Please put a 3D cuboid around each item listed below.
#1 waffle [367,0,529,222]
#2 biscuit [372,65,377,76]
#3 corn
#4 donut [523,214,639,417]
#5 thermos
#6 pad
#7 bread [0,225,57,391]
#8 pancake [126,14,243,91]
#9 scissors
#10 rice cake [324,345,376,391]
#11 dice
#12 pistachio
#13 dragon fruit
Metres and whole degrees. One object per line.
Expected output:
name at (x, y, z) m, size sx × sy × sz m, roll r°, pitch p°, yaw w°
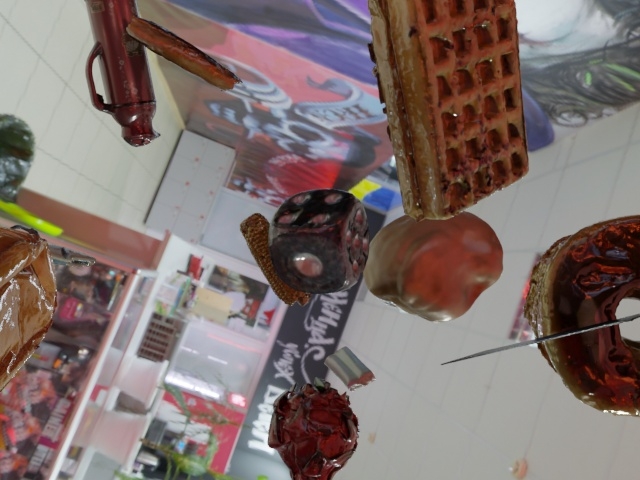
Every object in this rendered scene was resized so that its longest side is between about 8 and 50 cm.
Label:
waffle at (0.227, -0.245, 0.941) m, size 0.114 × 0.261 × 0.376 m, roll 14°, pitch -55°, yaw 51°
biscuit at (0.268, -0.478, 1.584) m, size 0.262 × 0.277 × 0.052 m, roll -5°, pitch 105°, yaw -55°
corn at (-0.107, 0.052, 1.380) m, size 0.097 × 0.262 × 0.097 m, roll -33°, pitch -172°, yaw 5°
donut at (0.485, 0.122, 0.874) m, size 0.160 × 0.330 × 0.330 m, roll 82°, pitch 28°, yaw -79°
thermos at (-0.442, -0.372, 1.254) m, size 0.136 × 0.109 × 0.330 m, roll -56°, pitch 142°, yaw -67°
pad at (0.295, 0.127, 0.732) m, size 0.243 × 0.163 × 0.004 m, roll -25°, pitch -107°, yaw 36°
bread at (-0.494, 0.095, 0.764) m, size 0.288 × 0.156 × 0.204 m, roll -85°, pitch -178°, yaw -57°
pancake at (-0.288, -0.398, 1.224) m, size 0.057 × 0.266 × 0.244 m, roll -57°, pitch -170°, yaw 9°
scissors at (-0.664, 0.038, 1.414) m, size 0.041 × 0.138 × 0.289 m, roll -28°, pitch 166°, yaw 10°
rice cake at (0.074, 0.344, 1.511) m, size 0.080 × 0.042 × 0.222 m, roll -27°, pitch -166°, yaw -11°
dice at (0.000, 0.000, 1.247) m, size 0.183 × 0.182 × 0.181 m, roll -61°, pitch 146°, yaw -48°
pistachio at (0.352, 0.075, 1.758) m, size 0.281 × 0.445 × 0.365 m, roll 93°, pitch -20°, yaw -73°
dragon fruit at (-0.025, 0.481, 1.343) m, size 0.234 × 0.233 × 0.293 m, roll 123°, pitch -13°, yaw -65°
